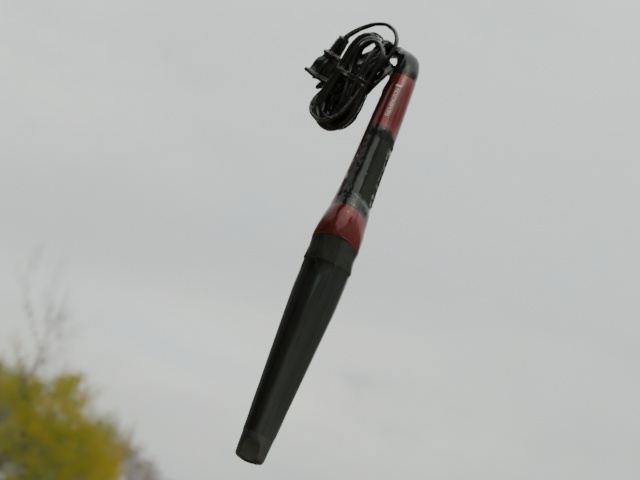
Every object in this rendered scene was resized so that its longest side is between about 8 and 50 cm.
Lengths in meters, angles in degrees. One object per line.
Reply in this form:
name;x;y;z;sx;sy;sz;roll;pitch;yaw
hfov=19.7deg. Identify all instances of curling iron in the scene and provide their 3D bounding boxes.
curling iron;0.000;0.000;1.079;0.068;0.274;0.035;3;-18;37
